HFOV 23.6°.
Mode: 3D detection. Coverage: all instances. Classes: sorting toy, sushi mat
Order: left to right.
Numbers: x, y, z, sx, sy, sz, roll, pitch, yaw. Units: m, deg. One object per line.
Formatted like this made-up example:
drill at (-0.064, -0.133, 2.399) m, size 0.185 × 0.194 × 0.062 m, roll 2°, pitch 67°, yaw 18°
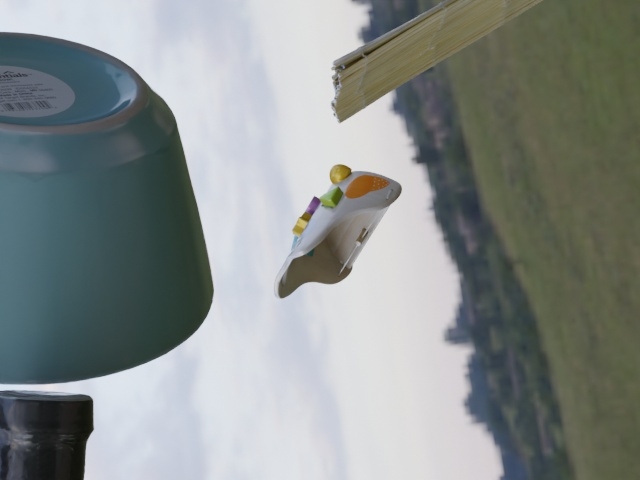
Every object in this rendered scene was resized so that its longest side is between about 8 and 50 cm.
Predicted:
sorting toy at (0.000, 0.000, 0.907) m, size 0.075 × 0.045 × 0.083 m, roll -47°, pitch -8°, yaw -42°
sushi mat at (0.141, -0.186, 1.151) m, size 0.019 × 0.316 × 0.151 m, roll 59°, pitch 174°, yaw 6°

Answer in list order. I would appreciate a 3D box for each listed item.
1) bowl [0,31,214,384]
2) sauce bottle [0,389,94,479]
bowl at (-0.221, -0.046, 1.123) m, size 0.311 × 0.311 × 0.163 m, roll -86°, pitch 6°, yaw -62°
sauce bottle at (-0.191, 0.269, 0.982) m, size 0.111 × 0.111 × 0.344 m, roll 28°, pitch -115°, yaw -82°
